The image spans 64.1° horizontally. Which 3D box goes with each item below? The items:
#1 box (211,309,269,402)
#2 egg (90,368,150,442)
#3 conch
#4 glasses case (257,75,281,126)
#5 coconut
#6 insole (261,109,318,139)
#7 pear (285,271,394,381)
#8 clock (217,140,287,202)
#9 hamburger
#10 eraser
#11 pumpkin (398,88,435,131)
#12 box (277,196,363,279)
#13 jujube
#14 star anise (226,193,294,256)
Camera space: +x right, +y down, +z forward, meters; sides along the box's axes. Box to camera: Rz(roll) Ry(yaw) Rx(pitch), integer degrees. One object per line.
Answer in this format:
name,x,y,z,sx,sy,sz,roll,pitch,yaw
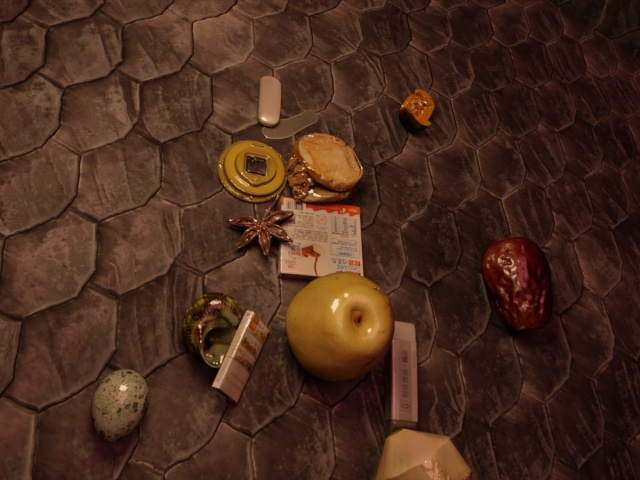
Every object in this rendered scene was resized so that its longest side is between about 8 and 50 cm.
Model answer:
box,-0.212,0.313,1.382,0.032,0.122,0.220,8,58,26
egg,-0.486,0.398,1.236,0.132,0.132,0.172,17,74,-12
conch,-0.288,0.235,1.389,0.181,0.124,0.187,-29,103,-37
glasses case,-0.178,-0.486,1.781,0.081,0.051,0.204,9,65,-15
coconut,0.266,0.614,1.351,0.259,0.259,0.259,7,65,-16
insole,-0.103,-0.407,1.800,0.232,0.003,0.080,-28,79,-27
pear,0.057,0.235,1.413,0.309,0.309,0.309,7,65,-16
clock,-0.214,-0.234,1.655,0.237,0.057,0.237,8,64,-17
hamburger,0.009,-0.231,1.673,0.243,0.146,0.286,32,48,3
eraser,0.240,0.418,1.524,0.089,0.061,0.351,10,64,-15
pumpkin,0.357,-0.479,1.936,0.119,0.108,0.183,33,53,-11
box,0.000,0.000,1.630,0.273,0.048,0.264,8,64,-17
jujube,0.667,0.144,1.724,0.223,0.223,0.317,-4,76,-21
star anise,-0.170,-0.031,1.555,0.208,0.063,0.171,-31,71,-13
